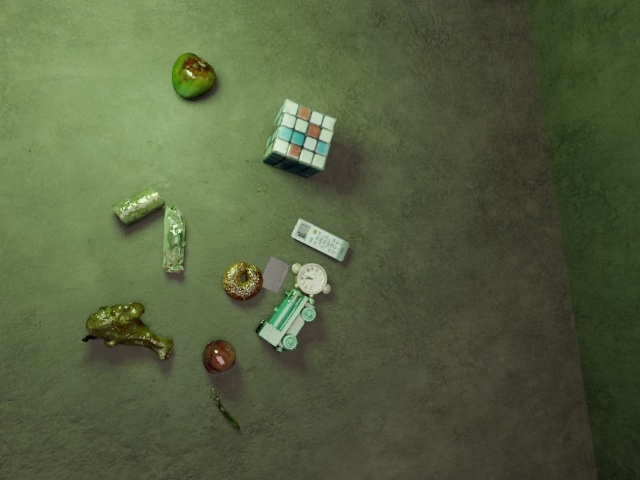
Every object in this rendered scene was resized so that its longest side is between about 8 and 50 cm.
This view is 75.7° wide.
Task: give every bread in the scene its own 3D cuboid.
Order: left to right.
[{"bbox_3d":[-0.363,0.193,1.930,0.193,0.064,0.194,2,85,-18],"label":"bread"}]

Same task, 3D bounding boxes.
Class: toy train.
[{"bbox_3d":[-0.156,0.379,1.970,0.194,0.120,0.298,37,78,-9],"label":"toy train"}]

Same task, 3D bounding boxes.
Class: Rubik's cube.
[{"bbox_3d":[-0.103,-0.465,1.932,0.256,0.259,0.254,18,85,-17],"label":"Rubik's cube"}]

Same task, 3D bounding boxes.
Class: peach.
[{"bbox_3d":[-0.464,0.521,1.852,0.151,0.152,0.152,0,89,-19],"label":"peach"}]

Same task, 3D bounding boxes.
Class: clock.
[{"bbox_3d":[-0.049,0.190,2.039,0.229,0.063,0.156,34,81,-12],"label":"clock"}]

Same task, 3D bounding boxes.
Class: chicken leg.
[{"bbox_3d":[-0.791,0.369,1.749,0.360,0.140,0.212,21,103,-27],"label":"chicken leg"}]

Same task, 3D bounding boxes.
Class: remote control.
[{"bbox_3d":[0.000,0.000,2.065,0.293,0.051,0.103,27,80,-13],"label":"remote control"}]

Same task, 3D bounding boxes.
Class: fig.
[{"bbox_3d":[-0.569,-0.723,1.831,0.181,0.181,0.191,43,99,-13],"label":"fig"}]

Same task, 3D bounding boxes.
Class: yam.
[{"bbox_3d":[-0.778,-0.148,1.775,0.194,0.107,0.107,-32,99,-17],"label":"yam"}]

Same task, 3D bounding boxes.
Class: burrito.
[{"bbox_3d":[-0.651,-0.006,1.835,0.095,0.066,0.310,0,86,-16],"label":"burrito"}]

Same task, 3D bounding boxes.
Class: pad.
[{"bbox_3d":[-0.226,0.167,2.008,0.112,0.003,0.157,27,80,-17],"label":"pad"}]

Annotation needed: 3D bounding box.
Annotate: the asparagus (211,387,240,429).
[{"bbox_3d":[-0.445,0.786,1.906,0.034,0.027,0.236,-35,99,-21],"label":"asparagus"}]
